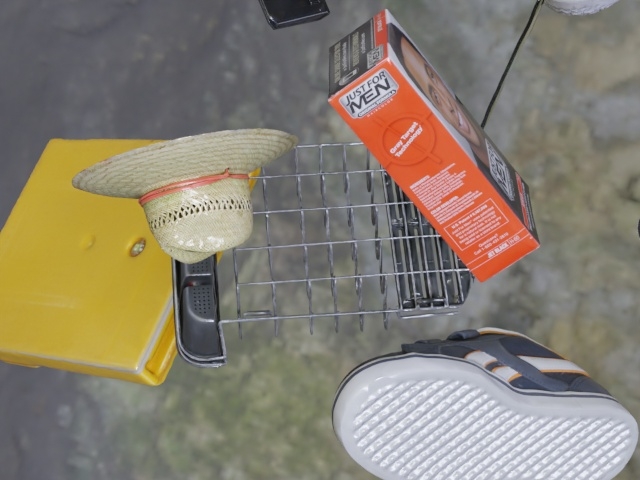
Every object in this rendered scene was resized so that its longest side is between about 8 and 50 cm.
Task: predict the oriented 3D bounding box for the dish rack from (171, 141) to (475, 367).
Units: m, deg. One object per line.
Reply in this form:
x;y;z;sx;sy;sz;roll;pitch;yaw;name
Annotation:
0.000;0.000;1.433;0.074;0.271;0.208;91;-6;-59;dish rack

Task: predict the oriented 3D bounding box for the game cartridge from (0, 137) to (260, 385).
-0.245;0.015;1.782;0.053;0.324;0.285;43;62;-41;game cartridge

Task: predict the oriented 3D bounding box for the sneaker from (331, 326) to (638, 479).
0.125;0.146;1.405;0.127;0.321;0.126;47;-63;50;sneaker

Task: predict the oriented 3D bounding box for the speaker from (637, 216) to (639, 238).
0.327;-0.037;1.402;0.136;0.055;0.055;-43;150;-46;speaker

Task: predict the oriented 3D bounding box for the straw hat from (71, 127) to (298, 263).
-0.072;-0.019;0.955;0.144;0.144;0.061;27;50;-80;straw hat

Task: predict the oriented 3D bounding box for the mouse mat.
0.173;-0.180;1.297;0.152;0.007;0.189;-61;176;-35;mouse mat

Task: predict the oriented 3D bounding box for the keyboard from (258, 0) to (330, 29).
-0.046;-0.320;1.741;0.108;0.180;0.023;-19;174;-32;keyboard

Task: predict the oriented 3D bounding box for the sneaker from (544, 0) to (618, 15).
0.302;-0.420;1.616;0.366;0.137;0.210;-57;141;-7;sneaker

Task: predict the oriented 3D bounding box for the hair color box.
0.062;-0.052;0.878;0.043;0.141;0.072;-34;-155;18;hair color box
